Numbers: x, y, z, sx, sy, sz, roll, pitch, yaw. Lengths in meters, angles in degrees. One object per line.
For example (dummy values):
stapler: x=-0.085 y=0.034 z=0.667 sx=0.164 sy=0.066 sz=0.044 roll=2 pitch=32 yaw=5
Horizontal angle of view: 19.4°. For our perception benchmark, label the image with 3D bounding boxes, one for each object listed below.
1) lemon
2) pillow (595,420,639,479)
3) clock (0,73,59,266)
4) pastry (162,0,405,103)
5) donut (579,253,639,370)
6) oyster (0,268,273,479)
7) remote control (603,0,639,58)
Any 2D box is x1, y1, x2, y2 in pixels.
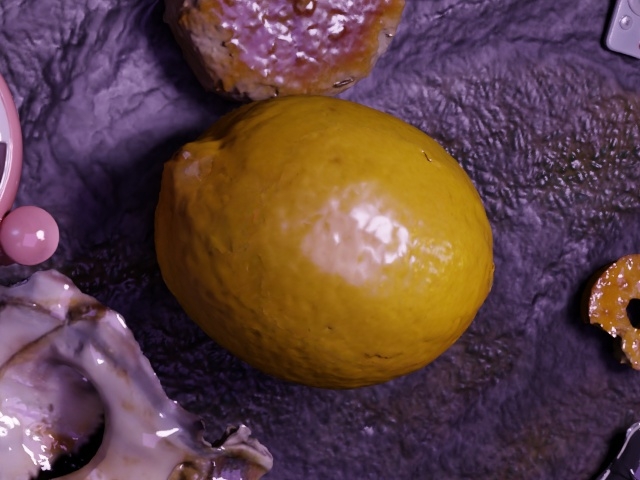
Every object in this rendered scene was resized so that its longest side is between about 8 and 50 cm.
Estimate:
lemon: x=0.004 y=0.002 z=1.486 sx=0.263 sy=0.236 sz=0.236 roll=32 pitch=83 yaw=4
pillow: x=0.316 y=0.234 z=1.743 sx=0.136 sy=0.055 sz=0.091 roll=33 pitch=65 yaw=-25
clock: x=-0.338 y=-0.068 z=1.390 sx=0.227 sy=0.142 sz=0.241 roll=-20 pitch=95 yaw=-20
pastry: x=-0.027 y=-0.199 z=1.519 sx=0.193 sy=0.093 sz=0.182 roll=3 pitch=98 yaw=-24
donut: x=0.287 y=0.062 z=1.713 sx=0.097 sy=0.043 sz=0.108 roll=-41 pitch=109 yaw=-13
oyster: x=-0.207 y=0.146 z=1.486 sx=0.275 sy=0.100 sz=0.271 roll=-27 pitch=105 yaw=-5
remote control: x=0.299 y=-0.257 z=1.688 sx=0.050 sy=0.027 sz=0.184 roll=14 pitch=96 yaw=-23
